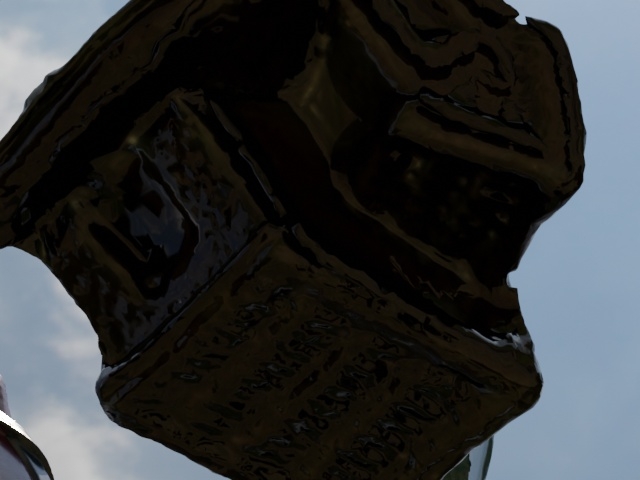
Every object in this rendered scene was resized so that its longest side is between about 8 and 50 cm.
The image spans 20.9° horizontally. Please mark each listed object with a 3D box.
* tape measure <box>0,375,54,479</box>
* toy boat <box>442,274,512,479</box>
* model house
[{"bbox_3d":[-0.261,0.175,1.059,0.149,0.231,0.245,-46,-40,18],"label":"tape measure"},{"bbox_3d":[0.076,0.120,1.252,0.109,0.098,0.238,64,-146,-55],"label":"toy boat"},{"bbox_3d":[0.005,-0.005,0.502,0.152,0.165,0.106,52,-158,17],"label":"model house"}]
